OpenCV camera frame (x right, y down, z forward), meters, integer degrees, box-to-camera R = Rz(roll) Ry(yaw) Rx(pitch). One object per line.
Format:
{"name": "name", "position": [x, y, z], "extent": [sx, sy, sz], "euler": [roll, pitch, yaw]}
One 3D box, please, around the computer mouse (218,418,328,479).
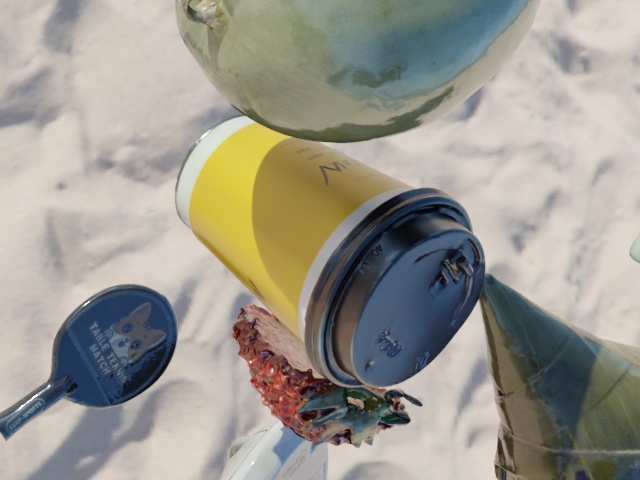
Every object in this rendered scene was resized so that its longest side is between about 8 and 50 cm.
{"name": "computer mouse", "position": [-0.074, 0.327, 1.632], "extent": [0.184, 0.121, 0.296], "euler": [-42, 142, -39]}

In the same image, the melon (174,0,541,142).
{"name": "melon", "position": [0.031, -0.201, 1.046], "extent": [0.308, 0.272, 0.271], "euler": [-7, 85, -12]}

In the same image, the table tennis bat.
{"name": "table tennis bat", "position": [-0.260, 0.141, 1.499], "extent": [0.236, 0.027, 0.150], "euler": [-36, 128, -18]}

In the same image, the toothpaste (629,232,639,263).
{"name": "toothpaste", "position": [0.241, -0.092, 0.661], "extent": [0.047, 0.268, 0.069], "euler": [11, 30, -53]}

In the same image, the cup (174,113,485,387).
{"name": "cup", "position": [0.000, 0.000, 1.235], "extent": [0.196, 0.280, 0.196], "euler": [-31, 139, -31]}

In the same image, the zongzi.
{"name": "zongzi", "position": [0.297, 0.120, 1.329], "extent": [0.274, 0.145, 0.300], "euler": [-21, 113, -13]}

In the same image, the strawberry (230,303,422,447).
{"name": "strawberry", "position": [-0.010, 0.148, 1.382], "extent": [0.167, 0.208, 0.087], "euler": [19, 99, -29]}
